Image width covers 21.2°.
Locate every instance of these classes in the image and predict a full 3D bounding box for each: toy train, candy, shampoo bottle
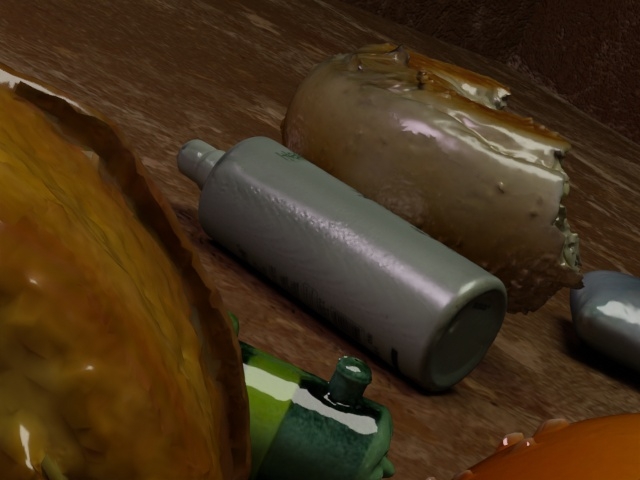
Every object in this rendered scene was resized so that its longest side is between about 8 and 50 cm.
[{"bbox_3d":[-0.064,0.074,0.637,0.200,0.132,0.083,23,14,-3],"label":"toy train"},{"bbox_3d":[0.287,0.082,1.397,0.174,0.071,0.138,26,13,1],"label":"candy"},{"bbox_3d":[0.000,0.000,1.145,0.262,0.085,0.085,34,15,31],"label":"shampoo bottle"}]

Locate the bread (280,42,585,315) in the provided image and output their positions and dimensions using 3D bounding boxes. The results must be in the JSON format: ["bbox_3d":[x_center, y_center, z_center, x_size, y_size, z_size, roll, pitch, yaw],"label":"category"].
[{"bbox_3d":[0.064,-0.050,1.272,0.192,0.171,0.314,18,14,-22],"label":"bread"}]

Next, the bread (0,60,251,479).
[{"bbox_3d":[-0.144,0.030,0.468,0.340,0.179,0.194,33,12,-15],"label":"bread"}]

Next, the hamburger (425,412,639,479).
[{"bbox_3d":[0.058,0.146,0.391,0.170,0.246,0.246,25,13,5],"label":"hamburger"}]
